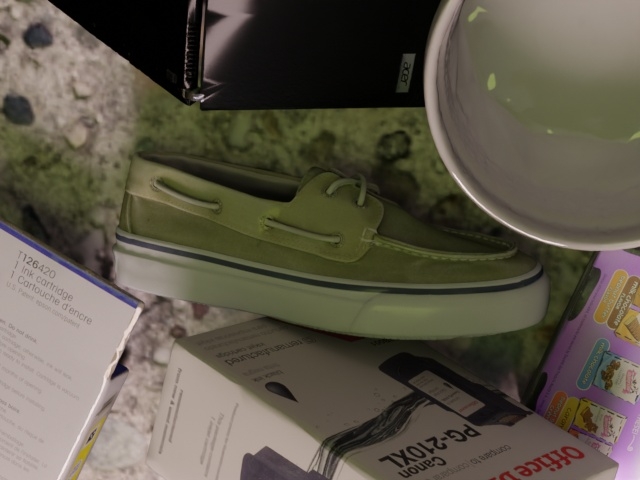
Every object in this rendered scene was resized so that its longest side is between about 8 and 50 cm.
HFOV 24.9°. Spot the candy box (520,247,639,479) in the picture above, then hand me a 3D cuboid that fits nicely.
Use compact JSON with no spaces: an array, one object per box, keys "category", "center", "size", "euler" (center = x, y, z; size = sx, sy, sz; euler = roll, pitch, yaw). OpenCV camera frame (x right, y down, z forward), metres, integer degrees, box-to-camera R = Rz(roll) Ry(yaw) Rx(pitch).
[{"category":"candy box","center":[0.244,0.095,0.930],"size":[0.196,0.070,0.165],"euler":[25,113,7]}]

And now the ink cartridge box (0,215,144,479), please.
[{"category":"ink cartridge box","center":[-0.304,0.083,1.083],"size":[0.304,0.072,0.307],"euler":[31,112,5]}]

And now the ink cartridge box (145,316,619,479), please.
[{"category":"ink cartridge box","center":[0.038,0.140,0.900],"size":[0.237,0.172,0.100],"euler":[30,117,34]}]

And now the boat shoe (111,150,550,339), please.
[{"category":"boat shoe","center":[0.000,0.000,0.948],"size":[0.302,0.109,0.094],"euler":[6,105,16]}]

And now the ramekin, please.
[{"category":"ramekin","center":[0.163,-0.108,0.843],"size":[0.207,0.109,0.207],"euler":[2,117,3]}]

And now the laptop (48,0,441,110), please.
[{"category":"laptop","center":[-0.052,-0.212,0.891],"size":[0.264,0.136,0.234],"euler":[37,141,27]}]
